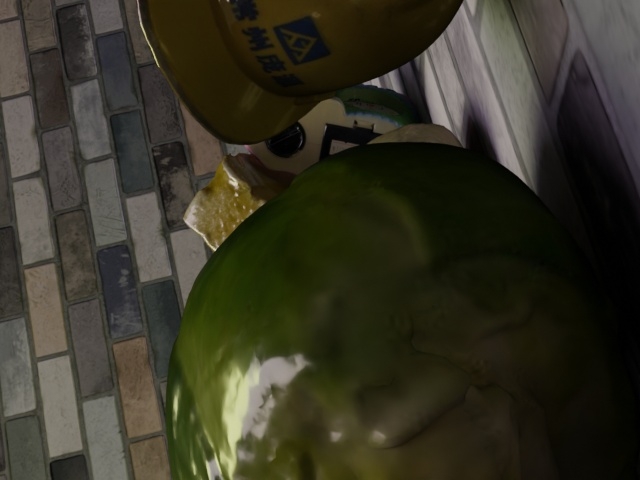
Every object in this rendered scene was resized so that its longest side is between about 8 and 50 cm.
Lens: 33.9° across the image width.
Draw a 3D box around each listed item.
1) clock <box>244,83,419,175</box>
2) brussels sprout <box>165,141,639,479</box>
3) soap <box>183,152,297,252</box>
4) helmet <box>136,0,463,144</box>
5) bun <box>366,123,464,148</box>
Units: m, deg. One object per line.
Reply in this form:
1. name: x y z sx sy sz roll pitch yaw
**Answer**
1. clock: 0.013 -0.134 1.166 0.195 0.194 0.100 -89 11 -67
2. brussels sprout: 0.053 0.125 0.638 0.315 0.276 0.371 -168 66 -71
3. soap: 0.000 0.000 1.185 0.199 0.091 0.315 46 -160 15
4. helmet: 0.023 -0.178 0.622 0.205 0.140 0.257 58 -133 -40
5. bun: 0.057 0.021 0.859 0.210 0.116 0.237 38 124 50
